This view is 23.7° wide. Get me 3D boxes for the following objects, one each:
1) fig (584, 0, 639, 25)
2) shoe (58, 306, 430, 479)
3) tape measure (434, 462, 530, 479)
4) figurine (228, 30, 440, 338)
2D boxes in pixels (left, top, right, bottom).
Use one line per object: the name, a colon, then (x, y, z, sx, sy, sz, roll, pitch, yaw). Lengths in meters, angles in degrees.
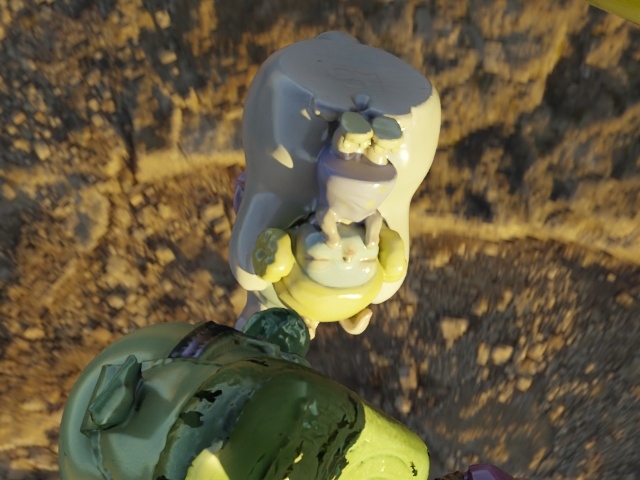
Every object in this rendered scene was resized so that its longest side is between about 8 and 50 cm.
fig: (0.136, -0.155, 0.456, 0.225, 0.203, 0.203, 3, 75, 33)
shoe: (-0.024, 0.110, 0.710, 0.128, 0.262, 0.140, 36, 83, 25)
tape measure: (0.069, 0.148, 0.583, 0.074, 0.125, 0.118, -19, 49, 3)
figurine: (0.000, 0.000, 0.984, 0.127, 0.236, 0.155, -2, 33, -23)
